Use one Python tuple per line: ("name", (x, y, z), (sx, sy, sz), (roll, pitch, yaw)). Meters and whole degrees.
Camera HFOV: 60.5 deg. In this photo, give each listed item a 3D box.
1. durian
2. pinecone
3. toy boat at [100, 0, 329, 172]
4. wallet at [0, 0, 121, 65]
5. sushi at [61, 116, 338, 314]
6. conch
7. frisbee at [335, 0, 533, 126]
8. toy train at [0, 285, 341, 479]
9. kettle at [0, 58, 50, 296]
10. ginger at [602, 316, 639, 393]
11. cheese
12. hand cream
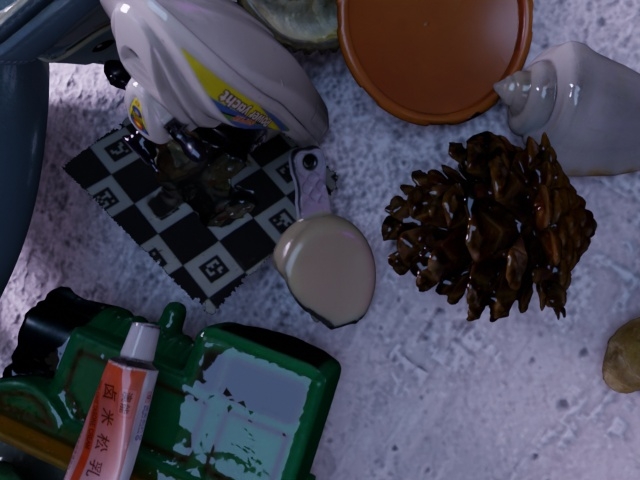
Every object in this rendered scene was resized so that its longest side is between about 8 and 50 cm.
("durian", (-0.020, -0.251, 0.519), (0.188, 0.091, 0.148), (-11, 109, -11))
("pinecone", (0.133, -0.011, 0.454), (0.173, 0.173, 0.174), (0, 88, 12))
("toy boat", (-0.085, -0.124, 0.444), (0.140, 0.269, 0.141), (4, 101, 20))
("wallet", (-0.180, -0.224, 0.474), (0.176, 0.250, 0.075), (-32, 103, 14))
("sushi", (-0.116, -0.054, 0.552), (0.210, 0.040, 0.193), (40, 67, 11))
("conch", (0.237, -0.109, 0.483), (0.176, 0.094, 0.104), (15, 77, -14))
("frisbee", (0.103, -0.201, 0.502), (0.192, 0.035, 0.192), (-2, 100, -13))
("toy train", (-0.150, 0.175, 0.497), (0.429, 0.178, 0.249), (19, 86, 11))
("kettle", (-0.382, -0.023, 0.502), (0.247, 0.319, 0.342), (-2, 69, -20))
("ginger", (0.328, 0.056, 0.445), (0.115, 0.081, 0.205), (36, 105, 42))
("cheese", (-0.006, 0.004, 0.502), (0.092, 0.047, 0.171), (-34, 111, -19))
("hand cream", (-0.164, 0.165, 0.405), (0.052, 0.038, 0.216), (6, 74, 36))
